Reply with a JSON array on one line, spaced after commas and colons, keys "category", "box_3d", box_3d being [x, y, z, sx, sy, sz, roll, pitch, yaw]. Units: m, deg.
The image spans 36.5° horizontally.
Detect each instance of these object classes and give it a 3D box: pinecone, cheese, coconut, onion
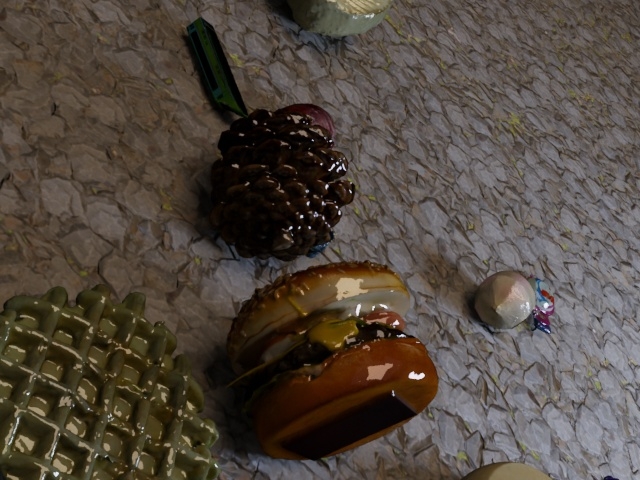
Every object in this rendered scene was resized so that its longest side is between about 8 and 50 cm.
[{"category": "pinecone", "box_3d": [-0.061, -0.093, 1.498, 0.224, 0.224, 0.272, 28, 39, -25]}, {"category": "cheese", "box_3d": [0.436, 0.125, 1.939, 0.095, 0.038, 0.145, 30, 40, -22]}, {"category": "coconut", "box_3d": [0.341, 0.115, 1.802, 0.110, 0.110, 0.124, 53, 30, 6]}, {"category": "onion", "box_3d": [-0.044, -0.193, 1.697, 0.151, 0.098, 0.206, 48, 37, -3]}]

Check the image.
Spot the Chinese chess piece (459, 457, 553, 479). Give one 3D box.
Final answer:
[{"category": "Chinese chess piece", "box_3d": [0.296, 0.464, 1.449, 0.273, 0.102, 0.273, 25, 44, -27]}]

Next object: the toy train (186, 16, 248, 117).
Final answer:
[{"category": "toy train", "box_3d": [-0.182, -0.291, 1.693, 0.044, 0.042, 0.209, 25, 39, -60]}]

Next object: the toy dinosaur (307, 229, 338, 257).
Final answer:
[{"category": "toy dinosaur", "box_3d": [0.000, 0.000, 1.610, 0.030, 0.047, 0.083, 48, 36, -3]}]

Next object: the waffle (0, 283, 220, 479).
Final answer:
[{"category": "waffle", "box_3d": [-0.256, 0.187, 1.107, 0.292, 0.056, 0.309, -9, 67, -47]}]

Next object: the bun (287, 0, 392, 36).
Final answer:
[{"category": "bun", "box_3d": [0.013, -0.521, 2.001, 0.259, 0.152, 0.259, 16, 58, -28]}]

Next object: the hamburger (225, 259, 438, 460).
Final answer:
[{"category": "hamburger", "box_3d": [0.009, 0.156, 1.309, 0.291, 0.291, 0.225, 2, 56, -44]}]

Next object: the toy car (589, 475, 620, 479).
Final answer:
[{"category": "toy car", "box_3d": [0.515, 0.494, 1.591, 0.172, 0.158, 0.235, -17, 71, -51]}]
